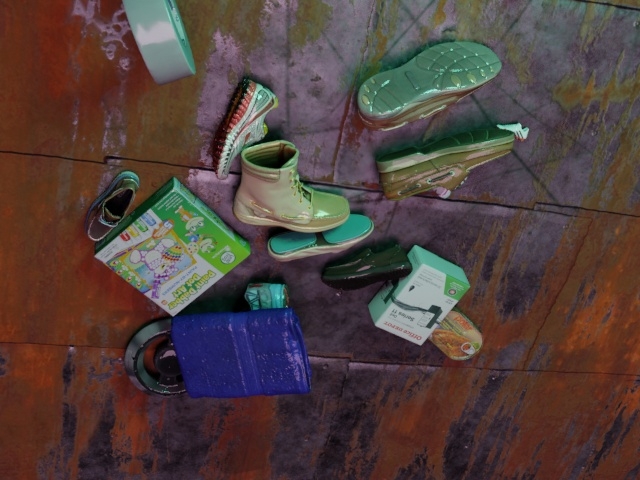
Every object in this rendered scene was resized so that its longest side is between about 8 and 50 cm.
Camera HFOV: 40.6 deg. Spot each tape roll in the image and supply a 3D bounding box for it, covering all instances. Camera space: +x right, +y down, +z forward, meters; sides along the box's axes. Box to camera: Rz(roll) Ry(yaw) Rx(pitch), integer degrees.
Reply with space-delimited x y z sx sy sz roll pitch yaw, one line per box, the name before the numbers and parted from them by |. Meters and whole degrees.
tape roll | -0.297 -0.397 1.572 0.072 0.219 0.219 -18 124 0

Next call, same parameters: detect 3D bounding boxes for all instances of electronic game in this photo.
electronic game | -0.362 0.288 2.107 0.229 0.048 0.229 -6 116 -12

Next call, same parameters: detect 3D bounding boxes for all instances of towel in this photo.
towel | -0.183 0.261 2.026 0.308 0.076 0.228 -5 112 13

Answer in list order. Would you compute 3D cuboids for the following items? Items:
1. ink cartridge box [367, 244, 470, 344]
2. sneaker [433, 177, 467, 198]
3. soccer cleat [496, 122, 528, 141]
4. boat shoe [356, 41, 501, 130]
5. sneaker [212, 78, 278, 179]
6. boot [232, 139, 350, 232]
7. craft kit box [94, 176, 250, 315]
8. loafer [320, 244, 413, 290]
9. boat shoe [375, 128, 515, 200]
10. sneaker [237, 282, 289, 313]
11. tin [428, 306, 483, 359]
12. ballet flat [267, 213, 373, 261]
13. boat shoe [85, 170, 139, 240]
ink cartridge box | 0.237 0.137 2.106 0.153 0.087 0.208 24 116 -24
sneaker | 0.287 -0.145 1.962 0.069 0.038 0.098 30 112 -27
soccer cleat | 0.429 -0.249 1.932 0.083 0.029 0.036 18 109 -25
boat shoe | 0.221 -0.318 1.806 0.324 0.123 0.116 -19 158 -9
sneaker | -0.159 -0.218 1.797 0.092 0.088 0.225 17 119 -25
boot | -0.051 -0.117 1.849 0.261 0.095 0.203 5 142 -8
craft kit box | -0.330 0.020 1.939 0.250 0.061 0.246 -39 124 14
loafer | 0.108 0.062 2.048 0.219 0.078 0.080 -10 153 9
boat shoe | 0.278 -0.166 1.898 0.307 0.111 0.105 -12 108 11
sneaker | -0.148 0.207 2.086 0.125 0.104 0.262 11 117 2
tin | 0.342 0.236 2.223 0.106 0.040 0.189 -36 122 17
ballet flat | 0.000 0.000 1.985 0.248 0.086 0.086 -11 124 -2
boat shoe | -0.451 -0.065 1.849 0.066 0.066 0.183 25 115 -24
